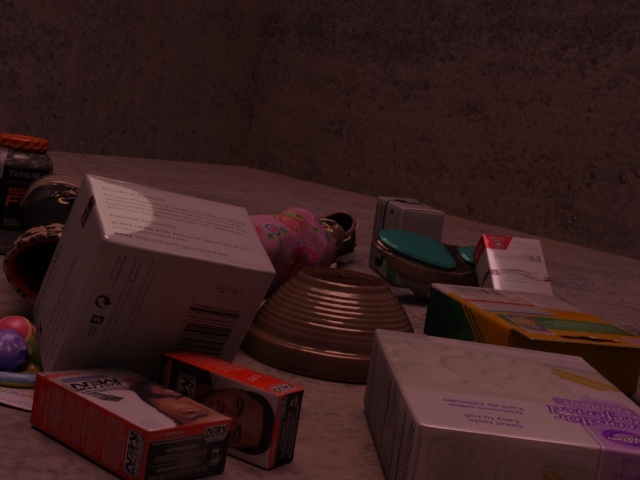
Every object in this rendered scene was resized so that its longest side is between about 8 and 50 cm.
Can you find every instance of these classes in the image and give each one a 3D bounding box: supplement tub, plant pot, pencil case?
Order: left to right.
[{"bbox_3d":[-0.508,-0.078,1.745,0.117,0.190,0.117,8,8,-1],"label":"supplement tub"},{"bbox_3d":[-0.092,0.021,1.408,0.124,0.124,0.284,12,13,26],"label":"pencil case"},{"bbox_3d":[0.021,0.099,1.358,0.237,0.109,0.237,7,8,-1],"label":"plant pot"}]

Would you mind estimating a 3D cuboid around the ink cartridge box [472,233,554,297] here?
[{"bbox_3d":[0.329,0.069,1.797,0.109,0.063,0.150,7,49,-12],"label":"ink cartridge box"}]

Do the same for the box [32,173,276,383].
[{"bbox_3d":[-0.169,0.053,1.049,0.182,0.181,0.119,12,29,-29],"label":"box"}]

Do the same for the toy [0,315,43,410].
[{"bbox_3d":[-0.304,0.110,1.109,0.137,0.056,0.237,9,8,13],"label":"toy"}]

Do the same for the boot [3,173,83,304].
[{"bbox_3d":[-0.244,0.033,1.443,0.377,0.138,0.284,22,14,-11],"label":"boot"}]

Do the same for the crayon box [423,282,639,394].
[{"bbox_3d":[0.298,0.139,1.460,0.203,0.083,0.323,6,8,-17],"label":"crayon box"}]

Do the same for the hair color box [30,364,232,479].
[{"bbox_3d":[-0.168,0.158,0.924,0.167,0.053,0.093,17,10,41],"label":"hair color box"}]

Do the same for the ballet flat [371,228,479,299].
[{"bbox_3d":[0.221,0.058,1.881,0.316,0.106,0.107,10,32,-24],"label":"ballet flat"}]

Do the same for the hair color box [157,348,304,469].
[{"bbox_3d":[-0.088,0.153,0.976,0.141,0.072,0.043,13,8,32],"label":"hair color box"}]

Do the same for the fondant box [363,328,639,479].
[{"bbox_3d":[0.178,0.179,0.999,0.238,0.096,0.330,8,9,-5],"label":"fondant box"}]

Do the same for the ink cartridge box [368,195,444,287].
[{"bbox_3d":[0.165,0.000,2.066,0.087,0.153,0.208,6,7,-11],"label":"ink cartridge box"}]

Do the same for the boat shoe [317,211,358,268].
[{"bbox_3d":[0.000,0.000,2.077,0.117,0.096,0.324,11,8,17],"label":"boat shoe"}]
